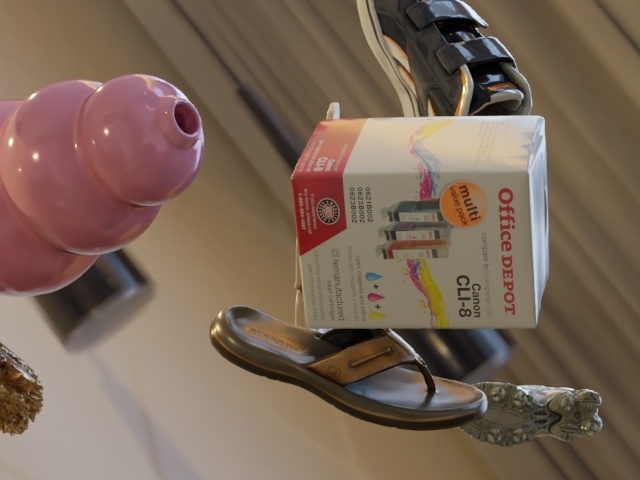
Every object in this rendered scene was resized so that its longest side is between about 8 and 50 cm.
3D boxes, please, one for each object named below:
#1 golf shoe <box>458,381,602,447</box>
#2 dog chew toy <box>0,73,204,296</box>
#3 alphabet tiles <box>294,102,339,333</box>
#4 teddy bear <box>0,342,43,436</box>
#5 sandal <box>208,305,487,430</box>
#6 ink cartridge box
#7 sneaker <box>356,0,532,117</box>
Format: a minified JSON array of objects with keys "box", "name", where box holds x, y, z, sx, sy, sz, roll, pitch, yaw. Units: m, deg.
[{"box":[0.210,0.183,1.909,0.176,0.069,0.086,7,1,-18],"name":"golf shoe"},{"box":[-0.250,-0.068,1.781,0.332,0.206,0.207,-22,0,37],"name":"dog chew toy"},{"box":[0.000,0.000,1.992,0.284,0.021,0.278,-72,-16,-64],"name":"alphabet tiles"},{"box":[-0.347,0.082,1.459,0.113,0.338,0.245,-52,-46,-5],"name":"teddy bear"},{"box":[0.024,0.086,1.357,0.090,0.219,0.060,-46,-23,-68],"name":"sandal"},{"box":[0.081,-0.015,1.337,0.176,0.128,0.127,-1,22,12],"name":"ink cartridge box"},{"box":[0.142,-0.184,1.884,0.126,0.321,0.127,-14,-7,-40],"name":"sneaker"}]
